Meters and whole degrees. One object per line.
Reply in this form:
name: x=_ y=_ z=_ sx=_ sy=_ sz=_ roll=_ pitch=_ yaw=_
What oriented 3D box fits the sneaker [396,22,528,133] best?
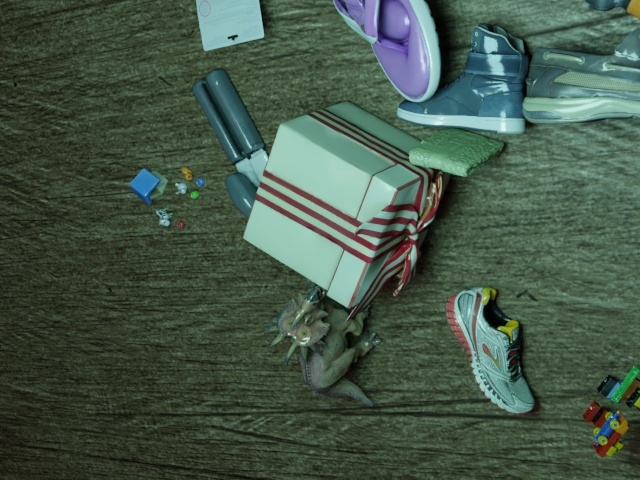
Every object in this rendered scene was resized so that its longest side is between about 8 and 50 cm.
sneaker: x=0.220 y=-0.252 z=1.640 sx=0.226 sy=0.086 sz=0.163 roll=9 pitch=103 yaw=38

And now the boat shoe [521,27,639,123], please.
boat shoe: x=0.449 y=-0.232 z=1.469 sx=0.355 sy=0.132 sz=0.130 roll=-1 pitch=98 yaw=25

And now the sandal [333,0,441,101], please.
sandal: x=0.062 y=-0.395 z=1.636 sx=0.416 sy=0.102 sz=0.169 roll=69 pitch=159 yaw=8

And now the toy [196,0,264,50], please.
toy: x=-0.153 y=-0.456 z=1.822 sx=0.137 sy=0.056 sz=0.237 roll=-5 pitch=98 yaw=37

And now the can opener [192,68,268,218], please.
can opener: x=-0.151 y=-0.166 z=1.892 sx=0.076 sy=0.095 sz=0.283 roll=-28 pitch=90 yaw=35

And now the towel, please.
towel: x=0.211 y=-0.136 z=1.640 sx=0.110 sy=0.148 sz=0.027 roll=18 pitch=120 yaw=26

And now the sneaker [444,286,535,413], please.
sneaker: x=0.290 y=0.180 z=1.735 sx=0.093 sy=0.088 sz=0.225 roll=-29 pitch=90 yaw=34

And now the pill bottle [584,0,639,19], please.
pill bottle: x=0.373 y=-0.405 z=1.460 sx=0.246 sy=0.130 sz=0.130 roll=40 pitch=123 yaw=15

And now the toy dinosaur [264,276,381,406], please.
toy dinosaur: x=0.000 y=0.187 z=1.839 sx=0.127 sy=0.200 sz=0.295 roll=-1 pitch=116 yaw=30

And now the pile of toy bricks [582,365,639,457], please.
pile of toy bricks: x=0.506 y=0.243 z=1.625 sx=0.105 sy=0.118 sz=0.212 roll=30 pitch=106 yaw=-11

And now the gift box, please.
gift box: x=0.048 y=-0.045 z=1.706 sx=0.258 sy=0.276 sz=0.255 roll=30 pitch=125 yaw=19

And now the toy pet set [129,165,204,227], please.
toy pet set: x=-0.301 y=-0.091 z=2.031 sx=0.114 sy=0.065 sz=0.122 roll=37 pitch=121 yaw=17
